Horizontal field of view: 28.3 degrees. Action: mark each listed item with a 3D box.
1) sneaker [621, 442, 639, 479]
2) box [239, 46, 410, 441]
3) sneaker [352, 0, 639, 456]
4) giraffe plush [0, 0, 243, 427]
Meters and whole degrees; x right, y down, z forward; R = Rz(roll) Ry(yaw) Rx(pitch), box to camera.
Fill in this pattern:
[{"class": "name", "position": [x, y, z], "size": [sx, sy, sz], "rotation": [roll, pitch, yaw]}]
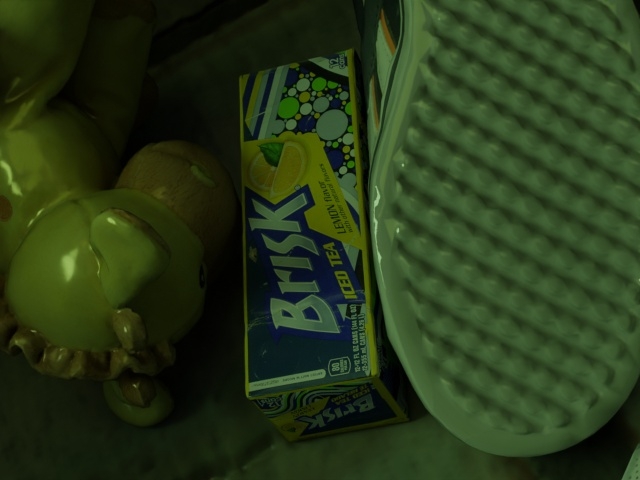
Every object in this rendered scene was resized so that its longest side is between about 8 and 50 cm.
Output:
[{"class": "sneaker", "position": [0.053, 0.146, 0.410], "size": [0.210, 0.137, 0.365], "rotation": [15, 71, 25]}, {"class": "box", "position": [0.000, 0.000, 0.567], "size": [0.059, 0.054, 0.168], "rotation": [-12, 57, 14]}, {"class": "sneaker", "position": [0.077, -0.072, 0.548], "size": [0.126, 0.127, 0.321], "rotation": [-3, 85, 2]}, {"class": "giraffe plush", "position": [-0.112, -0.016, 0.564], "size": [0.170, 0.181, 0.210], "rotation": [35, 84, 24]}]
